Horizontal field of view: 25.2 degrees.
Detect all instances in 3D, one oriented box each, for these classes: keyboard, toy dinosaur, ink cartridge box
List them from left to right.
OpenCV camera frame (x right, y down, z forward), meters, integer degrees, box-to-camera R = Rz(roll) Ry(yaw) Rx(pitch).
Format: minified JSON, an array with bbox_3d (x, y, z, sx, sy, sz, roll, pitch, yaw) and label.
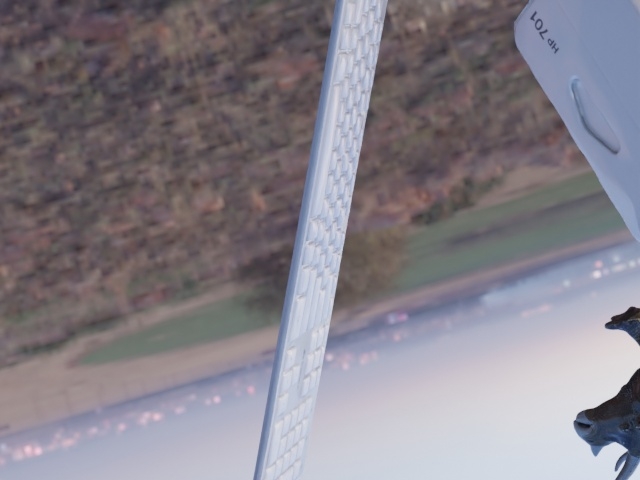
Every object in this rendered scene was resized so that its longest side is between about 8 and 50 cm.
[{"bbox_3d":[0.000,0.000,0.662,0.014,0.256,0.072,12,-168,10],"label":"keyboard"},{"bbox_3d":[0.309,0.116,1.070,0.121,0.160,0.313,-30,-167,-22],"label":"toy dinosaur"},{"bbox_3d":[0.212,-0.091,0.691,0.190,0.140,0.082,-18,159,-30],"label":"ink cartridge box"}]
